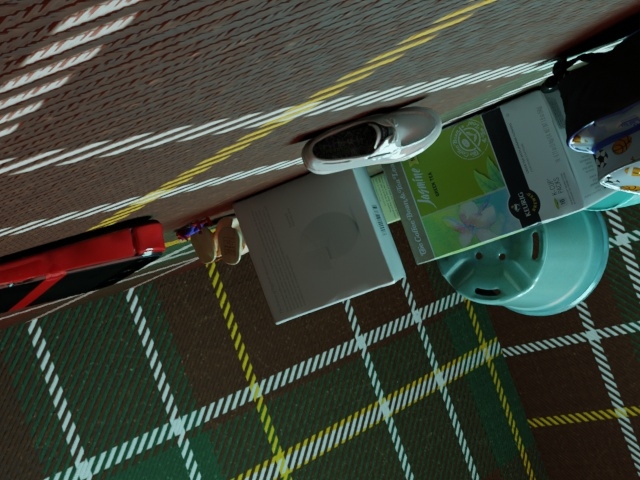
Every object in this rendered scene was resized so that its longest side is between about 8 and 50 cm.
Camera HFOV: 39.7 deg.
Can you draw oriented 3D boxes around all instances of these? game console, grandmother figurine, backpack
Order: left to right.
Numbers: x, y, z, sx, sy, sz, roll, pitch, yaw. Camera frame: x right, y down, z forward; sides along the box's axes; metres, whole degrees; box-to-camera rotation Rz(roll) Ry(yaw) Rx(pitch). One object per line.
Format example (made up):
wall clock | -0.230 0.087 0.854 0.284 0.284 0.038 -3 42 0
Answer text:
game console | -0.441 0.057 1.373 0.342 0.060 0.386 -13 175 -29
grandmother figurine | -0.106 -0.026 1.857 0.208 0.104 0.342 10 -163 28
backpack | 0.480 -0.173 1.150 0.263 0.213 0.276 1 168 -32

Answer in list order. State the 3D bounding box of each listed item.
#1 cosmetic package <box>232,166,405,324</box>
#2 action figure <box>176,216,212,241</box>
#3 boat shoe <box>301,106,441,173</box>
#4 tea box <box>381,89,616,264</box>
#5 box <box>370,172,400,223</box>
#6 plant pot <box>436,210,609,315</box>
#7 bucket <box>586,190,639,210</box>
cosmetic package | 0.000 0.000 1.550 0.225 0.224 0.138 -20 178 14
action figure | -0.239 -0.017 1.645 0.038 0.030 0.115 -25 -177 -33
boat shoe | 0.067 -0.129 1.102 0.184 0.066 0.063 -10 178 -7
tea box | 0.337 -0.122 1.645 0.323 0.220 0.329 -22 178 28
box | 0.237 -0.128 2.076 0.243 0.117 0.213 -20 179 34
plant pot | 0.435 0.009 1.984 0.341 0.341 0.334 -21 169 28
bucket | 0.614 -0.194 1.897 0.281 0.281 0.183 -21 177 36
